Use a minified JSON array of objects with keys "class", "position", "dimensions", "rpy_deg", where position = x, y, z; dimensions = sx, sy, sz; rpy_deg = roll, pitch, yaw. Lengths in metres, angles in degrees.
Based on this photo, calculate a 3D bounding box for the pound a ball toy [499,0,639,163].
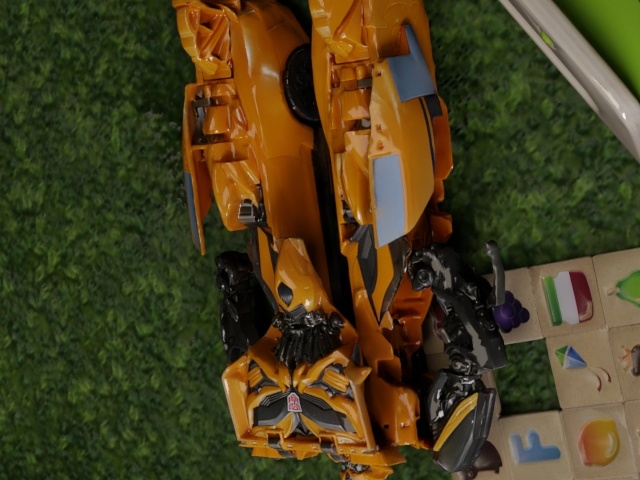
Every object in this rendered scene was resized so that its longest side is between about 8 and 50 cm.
[{"class":"pound a ball toy","position":[0.162,-0.181,0.888],"dimensions":[0.208,0.136,0.319],"rpy_deg":[-40,70,5]}]

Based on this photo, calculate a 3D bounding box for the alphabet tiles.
[{"class":"alphabet tiles","position":[0.154,0.126,1.008],"dimensions":[0.198,0.009,0.237],"rpy_deg":[-11,92,37]}]

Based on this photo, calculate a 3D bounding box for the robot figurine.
[{"class":"robot figurine","position":[0.000,0.000,1.044],"dimensions":[0.211,0.085,0.291],"rpy_deg":[-3,95,45]}]
